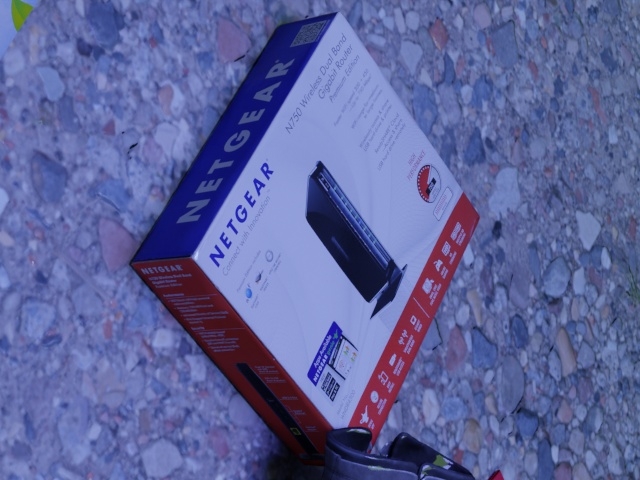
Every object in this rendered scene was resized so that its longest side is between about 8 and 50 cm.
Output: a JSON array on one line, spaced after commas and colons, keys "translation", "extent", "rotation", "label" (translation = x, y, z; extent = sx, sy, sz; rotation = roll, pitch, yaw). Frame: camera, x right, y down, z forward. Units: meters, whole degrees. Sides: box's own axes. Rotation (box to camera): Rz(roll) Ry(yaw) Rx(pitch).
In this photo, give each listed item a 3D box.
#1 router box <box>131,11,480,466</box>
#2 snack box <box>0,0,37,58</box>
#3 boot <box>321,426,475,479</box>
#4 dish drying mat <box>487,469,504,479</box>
[{"translation": [0.000, 0.000, 1.631], "extent": [0.301, 0.082, 0.335], "rotation": [52, 49, -32], "label": "router box"}, {"translation": [-0.317, -0.192, 1.199], "extent": [0.207, 0.070, 0.174], "rotation": [42, 74, -43], "label": "snack box"}, {"translation": [0.097, 0.316, 1.617], "extent": [0.338, 0.118, 0.222], "rotation": [26, 91, -47], "label": "boot"}, {"translation": [0.209, 0.304, 1.896], "extent": [0.032, 0.008, 0.083], "rotation": [-42, 118, -43], "label": "dish drying mat"}]
